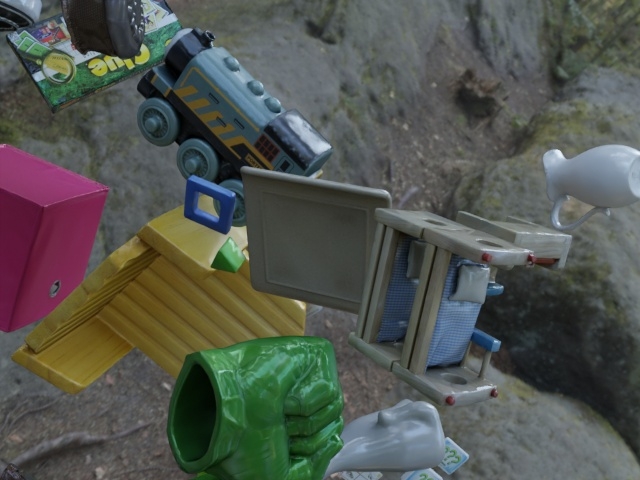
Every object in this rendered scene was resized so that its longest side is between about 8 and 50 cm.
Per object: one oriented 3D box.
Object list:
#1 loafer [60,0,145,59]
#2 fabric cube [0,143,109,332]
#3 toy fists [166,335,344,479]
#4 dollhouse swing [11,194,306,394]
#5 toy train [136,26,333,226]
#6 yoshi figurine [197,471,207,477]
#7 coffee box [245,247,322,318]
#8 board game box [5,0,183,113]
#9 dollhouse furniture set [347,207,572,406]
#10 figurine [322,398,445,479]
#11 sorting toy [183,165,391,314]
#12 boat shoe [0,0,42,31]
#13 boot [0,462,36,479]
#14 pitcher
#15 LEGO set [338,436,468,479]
[{"bbox_3d":[-0.262,-0.305,0.613,0.130,0.134,0.366,-21,70,-13],"label":"loafer"},{"bbox_3d":[-0.610,-0.016,1.328,0.259,0.258,0.254,23,14,6],"label":"fabric cube"},{"bbox_3d":[-0.059,0.202,0.587,0.142,0.279,0.096,-3,30,-39],"label":"toy fists"},{"bbox_3d":[-0.236,0.157,1.132,0.305,0.347,0.315,50,20,-3],"label":"dollhouse swing"},{"bbox_3d":[-0.136,-0.170,1.049,0.334,0.190,0.142,46,33,3],"label":"toy train"},{"bbox_3d":[-0.118,0.482,1.013,0.203,0.203,0.362,29,60,-67],"label":"yoshi figurine"},{"bbox_3d":[-0.087,0.052,1.399,0.098,0.247,0.141,16,32,41],"label":"coffee box"},{"bbox_3d":[-0.352,-0.321,1.102,0.259,0.030,0.136,-34,95,-24],"label":"board game box"},{"bbox_3d":[0.145,0.052,0.603,0.183,0.129,0.129,2,16,-36],"label":"dollhouse furniture set"},{"bbox_3d":[0.032,0.291,0.761,0.209,0.215,0.092,-10,17,-22],"label":"figurine"},{"bbox_3d":[0.000,0.000,0.813,0.347,0.196,0.047,12,39,18],"label":"sorting toy"},{"bbox_3d":[-0.491,-0.265,0.799,0.306,0.113,0.105,6,85,-8],"label":"boat shoe"},{"bbox_3d":[-0.751,0.617,1.646,0.106,0.114,0.037,30,-11,17],"label":"boot"},{"bbox_3d":[0.557,-0.103,1.383,0.125,0.207,0.178,-4,95,-32],"label":"pitcher"},{"bbox_3d":[0.137,0.384,1.161,0.244,0.182,0.060,46,4,-29],"label":"LEGO set"}]
